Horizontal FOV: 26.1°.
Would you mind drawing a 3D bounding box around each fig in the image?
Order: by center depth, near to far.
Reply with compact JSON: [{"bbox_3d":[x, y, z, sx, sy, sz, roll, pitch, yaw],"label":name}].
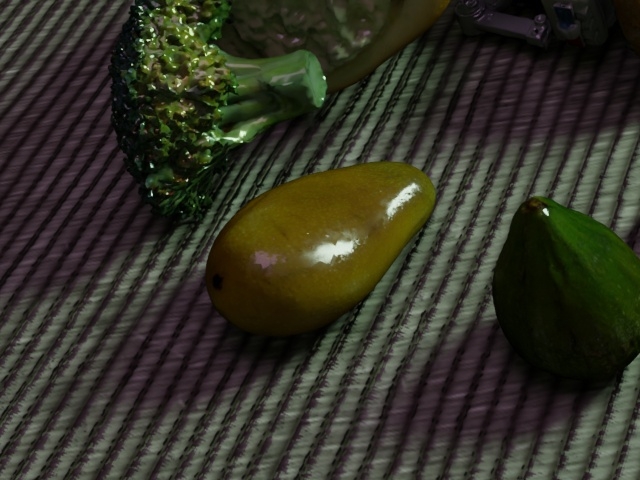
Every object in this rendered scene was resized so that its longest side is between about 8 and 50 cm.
[{"bbox_3d":[0.190,0.025,1.052,0.123,0.156,0.123,-8,41,7],"label":"fig"}]

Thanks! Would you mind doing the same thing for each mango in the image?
[{"bbox_3d":[0.000,0.000,1.155,0.227,0.099,0.136,-34,45,-31],"label":"mango"}]

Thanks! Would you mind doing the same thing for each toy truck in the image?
[{"bbox_3d":[0.239,-0.272,1.333,0.213,0.161,0.177,14,68,31],"label":"toy truck"}]

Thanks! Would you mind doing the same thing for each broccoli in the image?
[{"bbox_3d":[-0.090,-0.129,1.219,0.194,0.219,0.194,-13,13,3],"label":"broccoli"}]

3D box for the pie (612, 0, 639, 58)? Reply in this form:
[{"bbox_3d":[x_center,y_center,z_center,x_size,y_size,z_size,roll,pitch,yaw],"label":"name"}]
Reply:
[{"bbox_3d":[0.346,-0.264,1.236,0.273,0.273,0.069,-38,23,-23],"label":"pie"}]

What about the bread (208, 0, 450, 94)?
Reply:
[{"bbox_3d":[0.010,-0.267,1.307,0.316,0.211,0.270,-23,19,27],"label":"bread"}]
